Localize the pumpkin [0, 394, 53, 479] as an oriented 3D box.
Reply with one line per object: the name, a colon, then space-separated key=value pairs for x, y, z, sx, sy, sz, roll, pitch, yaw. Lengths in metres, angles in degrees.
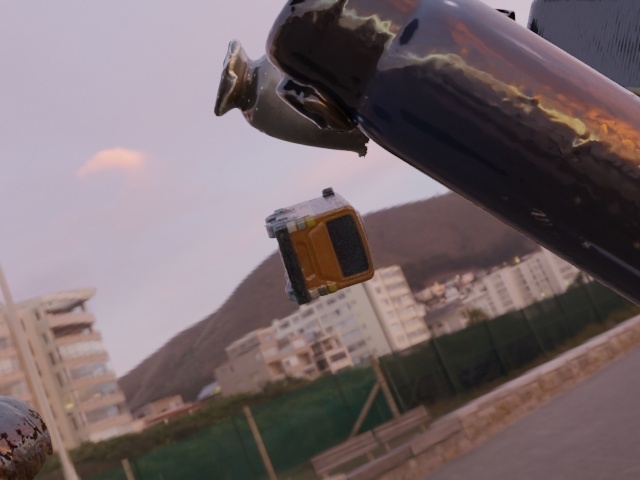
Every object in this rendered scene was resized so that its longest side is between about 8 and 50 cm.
pumpkin: x=-0.301 y=0.226 z=0.662 sx=0.119 sy=0.183 sz=0.107 roll=2 pitch=-2 yaw=16

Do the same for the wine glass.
wine glass: x=-0.026 y=-0.175 z=0.988 sx=0.204 sy=0.111 sz=0.111 roll=16 pitch=-21 yaw=-8

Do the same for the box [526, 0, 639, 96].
box: x=0.276 y=-0.152 z=0.665 sx=0.144 sy=0.090 sz=0.201 roll=5 pitch=6 yaw=-40

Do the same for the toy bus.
toy bus: x=0.000 y=0.000 z=0.876 sx=0.103 sy=0.091 sz=0.182 roll=-19 pitch=9 yaw=-1

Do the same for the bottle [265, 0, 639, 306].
bottle: x=0.093 y=-0.034 z=0.328 sx=0.082 sy=0.244 sz=0.072 roll=-57 pitch=-3 yaw=6

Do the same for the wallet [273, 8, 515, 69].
wallet: x=0.059 y=-0.177 z=0.707 sx=0.110 sy=0.198 sz=0.031 roll=-52 pitch=-37 yaw=-37
